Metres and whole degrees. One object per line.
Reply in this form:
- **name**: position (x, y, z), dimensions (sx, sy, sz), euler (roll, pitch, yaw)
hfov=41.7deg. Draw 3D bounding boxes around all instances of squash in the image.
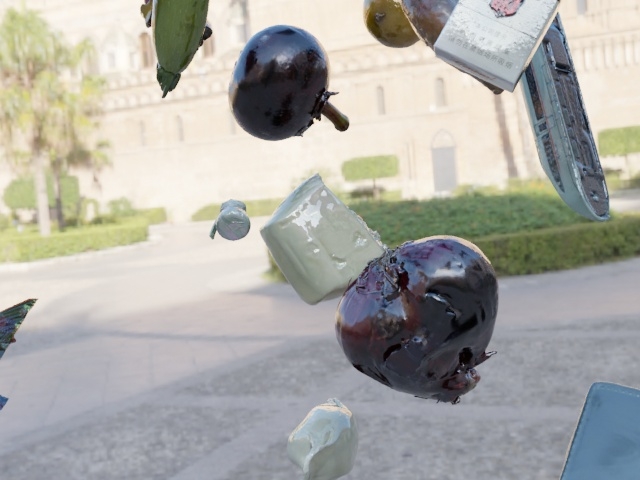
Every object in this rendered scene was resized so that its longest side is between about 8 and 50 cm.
- **squash**: position (-0.207, -0.369, 1.267), dimensions (0.094, 0.341, 0.094), euler (12, 26, -6)

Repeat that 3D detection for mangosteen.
- **mangosteen**: position (-0.053, -0.299, 1.689), dimensions (0.261, 0.236, 0.235), euler (29, 3, 1)

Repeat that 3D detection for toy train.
- **toy train**: position (0.411, -0.213, 1.472), dimensions (0.086, 0.407, 0.088), euler (3, -21, -37)

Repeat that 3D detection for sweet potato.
- **sweet potato**: position (0.181, -0.326, 1.239), dimensions (0.097, 0.292, 0.097), euler (-19, -23, -8)

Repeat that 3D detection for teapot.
- **teapot**: position (-0.167, -0.036, 1.540), dimensions (0.083, 0.064, 0.064), euler (-29, 32, 14)

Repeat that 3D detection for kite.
- **kite**: position (-0.596, 0.217, 1.405), dimensions (0.233, 0.321, 0.016), euler (21, -13, 27)

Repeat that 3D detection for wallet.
- **wallet**: position (0.508, 0.329, 1.141), dimensions (0.360, 0.252, 0.083), euler (8, -31, 31)

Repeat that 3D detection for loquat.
- **loquat**: position (0.145, -0.434, 1.607), dimensions (0.141, 0.141, 0.141), euler (-5, 2, 0)

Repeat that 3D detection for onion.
- **onion**: position (0.161, 0.109, 1.312), dimensions (0.280, 0.281, 0.221), euler (-4, 17, 20)

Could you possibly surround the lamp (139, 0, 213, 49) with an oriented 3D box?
- **lamp**: position (-0.299, -0.469, 1.612), dimensions (0.118, 0.253, 0.118), euler (-24, -27, -13)

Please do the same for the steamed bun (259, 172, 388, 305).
- **steamed bun**: position (0.000, 0.000, 1.613), dimensions (0.200, 0.226, 0.170), euler (-32, -2, -13)

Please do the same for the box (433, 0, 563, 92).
- **box**: position (0.205, -0.254, 0.930), dimensions (0.100, 0.152, 0.048), euler (28, 1, 10)

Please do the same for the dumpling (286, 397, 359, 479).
- **dumpling**: position (0.004, 0.402, 1.624), dimensions (0.132, 0.163, 0.250), euler (10, 15, 12)
